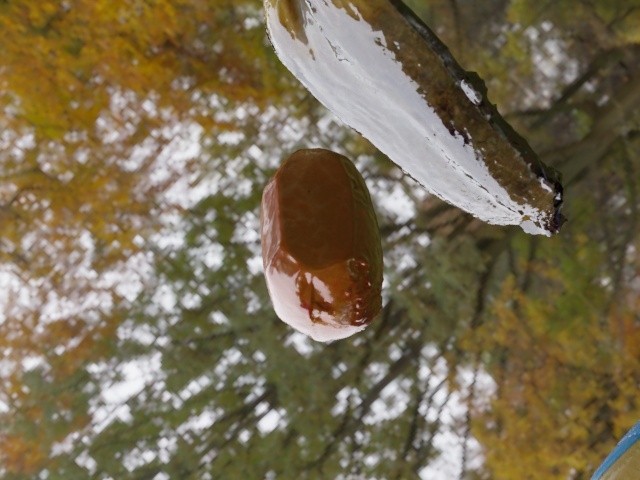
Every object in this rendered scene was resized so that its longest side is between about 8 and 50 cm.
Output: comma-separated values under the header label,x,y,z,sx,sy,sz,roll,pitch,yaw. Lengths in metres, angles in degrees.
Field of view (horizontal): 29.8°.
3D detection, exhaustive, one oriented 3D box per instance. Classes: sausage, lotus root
label,x,y,z,sx,sy,sz,roll,pitch,yaw
sausage,0.000,0.001,1.538,0.141,0.153,0.268,87,176,-51
lotus root,0.071,-0.102,0.986,0.329,0.078,0.167,43,169,-18

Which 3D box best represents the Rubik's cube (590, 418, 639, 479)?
label,x,y,z,sx,sy,sz,roll,pitch,yaw
Rubik's cube,0.366,0.185,1.107,0.254,0.254,0.254,38,-158,-18
